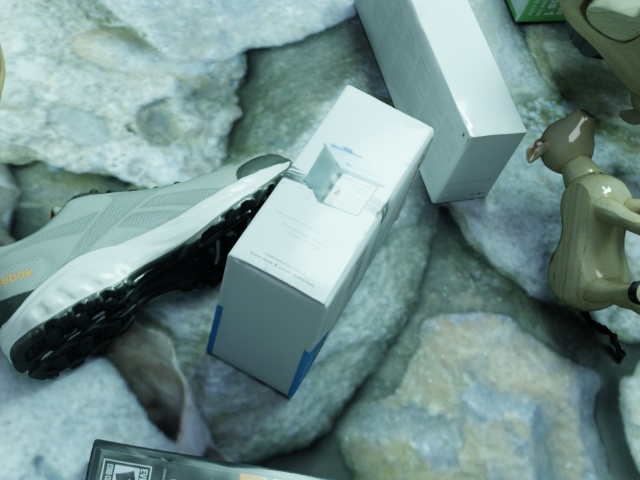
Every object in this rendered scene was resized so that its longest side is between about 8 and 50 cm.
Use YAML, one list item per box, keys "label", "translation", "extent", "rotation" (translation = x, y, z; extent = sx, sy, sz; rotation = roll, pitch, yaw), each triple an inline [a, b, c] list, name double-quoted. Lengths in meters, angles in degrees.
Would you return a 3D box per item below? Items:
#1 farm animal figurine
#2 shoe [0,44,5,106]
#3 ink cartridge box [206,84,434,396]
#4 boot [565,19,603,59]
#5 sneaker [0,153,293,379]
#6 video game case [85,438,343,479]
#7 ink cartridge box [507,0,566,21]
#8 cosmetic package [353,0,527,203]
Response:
- label: "farm animal figurine"
  translation: [0.280, -0.122, 0.966]
  extent: [0.330, 0.327, 0.172]
  rotation: [-37, 27, -17]
- label: "shoe"
  translation: [-0.290, -0.084, 0.913]
  extent: [0.076, 0.058, 0.219]
  rotation: [8, 54, -19]
- label: "ink cartridge box"
  translation: [0.000, 0.000, 0.884]
  extent: [0.082, 0.140, 0.191]
  rotation: [27, 54, 6]
- label: "boot"
  translation: [0.382, -0.296, 1.063]
  extent: [0.222, 0.338, 0.118]
  rotation: [8, 34, -26]
- label: "sneaker"
  translation: [-0.132, -0.008, 0.882]
  extent: [0.271, 0.100, 0.108]
  rotation: [-28, 63, -29]
- label: "video game case"
  translation: [-0.049, 0.278, 0.754]
  extent: [0.248, 0.035, 0.275]
  rotation: [11, 55, -8]
- label: "ink cartridge box"
  translation: [0.313, -0.336, 1.203]
  extent: [0.278, 0.117, 0.201]
  rotation: [-4, 59, -17]
- label: "cosmetic package"
  translation: [0.102, -0.160, 1.043]
  extent: [0.060, 0.099, 0.239]
  rotation: [-8, 60, -19]
